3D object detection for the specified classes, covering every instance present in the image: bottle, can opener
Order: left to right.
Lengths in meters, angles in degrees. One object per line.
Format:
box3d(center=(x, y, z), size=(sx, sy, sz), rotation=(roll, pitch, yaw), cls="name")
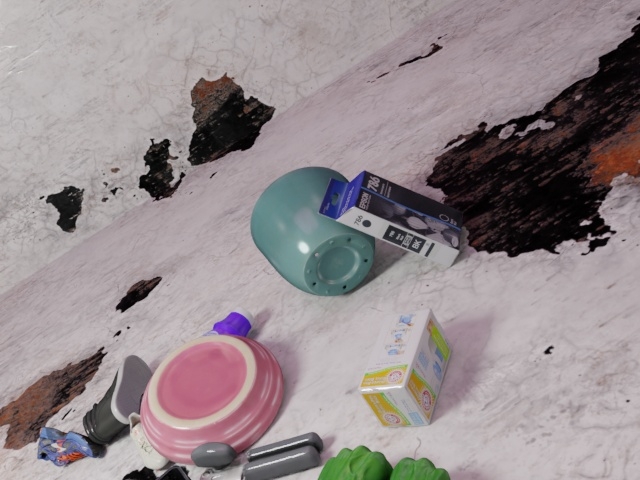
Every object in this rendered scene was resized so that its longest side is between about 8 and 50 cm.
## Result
box3d(center=(-0.266, 0.284, 1.958), size=(0.118, 0.092, 0.283), rotation=(2, 42, 42), cls="bottle")
box3d(center=(-0.131, 0.433, 1.567), size=(0.281, 0.093, 0.074), rotation=(-17, 29, 20), cls="can opener")

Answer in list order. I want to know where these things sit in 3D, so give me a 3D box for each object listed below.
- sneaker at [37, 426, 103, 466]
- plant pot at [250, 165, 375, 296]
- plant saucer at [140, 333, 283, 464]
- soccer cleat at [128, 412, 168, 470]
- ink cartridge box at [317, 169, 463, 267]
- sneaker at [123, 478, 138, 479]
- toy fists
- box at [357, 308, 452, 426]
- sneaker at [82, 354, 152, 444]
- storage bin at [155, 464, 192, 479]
box3d(center=(-0.625, 0.523, 1.978), size=(0.221, 0.083, 0.087), rotation=(-4, 63, 39), cls="sneaker")
box3d(center=(0.000, 0.000, 1.963), size=(0.293, 0.293, 0.235), rotation=(-33, 41, -1), cls="plant pot")
box3d(center=(-0.250, 0.331, 1.759), size=(0.332, 0.084, 0.332), rotation=(-11, 42, 10), cls="plant saucer")
box3d(center=(-0.398, 0.460, 1.818), size=(0.068, 0.076, 0.196), rotation=(-39, 27, -13), cls="soccer cleat")
box3d(center=(0.170, -0.065, 1.863), size=(0.165, 0.333, 0.065), rotation=(-73, 5, -51), cls="ink cartridge box")
box3d(center=(-0.420, 0.566, 1.497), size=(0.261, 0.125, 0.104), rotation=(-64, 32, 6), cls="sneaker")
box3d(center=(0.107, 0.424, 1.310), size=(0.279, 0.096, 0.142), rotation=(-3, 49, 43), cls="toy fists")
box3d(center=(0.165, 0.245, 1.525), size=(0.103, 0.114, 0.203), rotation=(-12, 33, 33), cls="box")
box3d(center=(-0.523, 0.404, 2.027), size=(0.147, 0.104, 0.295), rotation=(-39, 17, 13), cls="sneaker")
box3d(center=(-0.277, 0.537, 1.545), size=(0.122, 0.084, 0.180), rotation=(-40, 26, -15), cls="storage bin")
